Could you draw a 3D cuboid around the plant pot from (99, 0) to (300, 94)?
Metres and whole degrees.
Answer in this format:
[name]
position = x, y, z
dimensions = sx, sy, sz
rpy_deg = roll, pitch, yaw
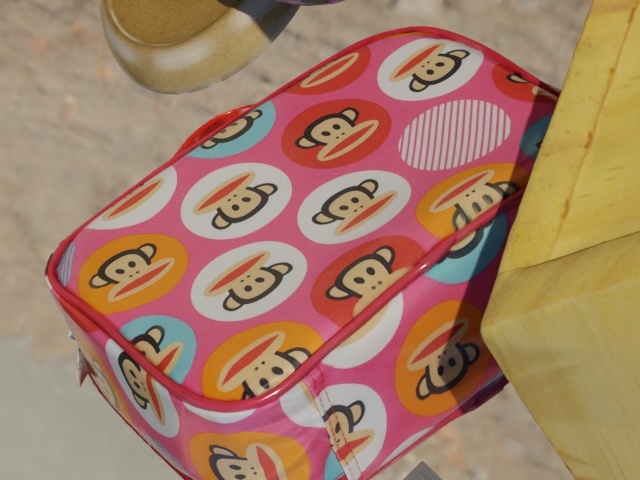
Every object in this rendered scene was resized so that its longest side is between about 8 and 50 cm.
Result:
[plant pot]
position = -0.090, -0.227, 1.485
dimensions = 0.236, 0.236, 0.032
rpy_deg = -9, 155, 39

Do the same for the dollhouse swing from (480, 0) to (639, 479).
[dollhouse swing]
position = 0.280, -0.051, 0.842
dimensions = 0.305, 0.347, 0.315
rpy_deg = -2, 140, 34

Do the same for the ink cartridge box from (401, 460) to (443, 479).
[ink cartridge box]
position = 0.069, 0.272, 1.660
dimensions = 0.092, 0.143, 0.090
rpy_deg = 44, 116, 6

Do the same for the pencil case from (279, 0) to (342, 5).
[pencil case]
position = 0.008, -0.252, 1.183
dimensions = 0.167, 0.160, 0.386
rpy_deg = 58, 171, -2

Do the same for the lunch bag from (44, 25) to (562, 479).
[lunch bag]
position = 0.000, 0.000, 1.065
dimensions = 0.258, 0.293, 0.120
rpy_deg = 36, 153, 46
